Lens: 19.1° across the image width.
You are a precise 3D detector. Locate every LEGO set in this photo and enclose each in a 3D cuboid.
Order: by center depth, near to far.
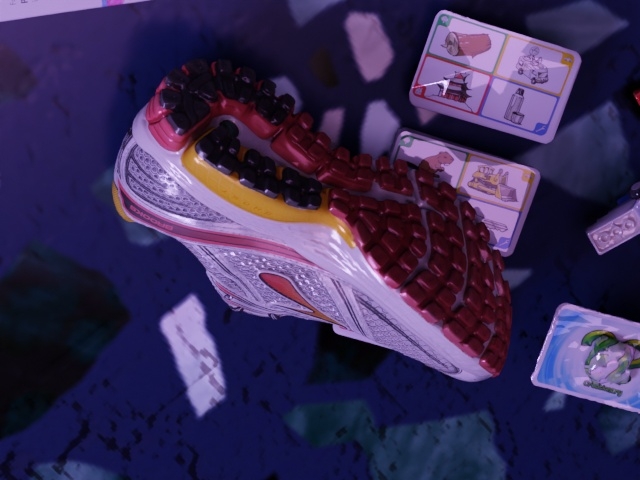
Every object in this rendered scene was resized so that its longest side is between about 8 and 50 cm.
[{"bbox_3d":[0.147,-0.008,0.985,0.244,0.060,0.182,15,110,-6],"label":"LEGO set"}]

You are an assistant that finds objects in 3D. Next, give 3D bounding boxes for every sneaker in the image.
[{"bbox_3d":[0.000,0.000,0.930,0.225,0.088,0.093,34,134,-15],"label":"sneaker"}]

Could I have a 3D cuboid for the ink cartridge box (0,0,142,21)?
[{"bbox_3d":[-0.105,-0.148,0.819,0.198,0.115,0.067,-10,116,-9],"label":"ink cartridge box"}]
